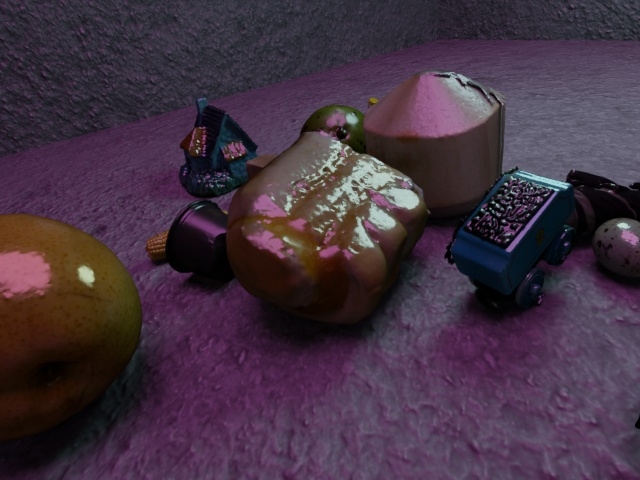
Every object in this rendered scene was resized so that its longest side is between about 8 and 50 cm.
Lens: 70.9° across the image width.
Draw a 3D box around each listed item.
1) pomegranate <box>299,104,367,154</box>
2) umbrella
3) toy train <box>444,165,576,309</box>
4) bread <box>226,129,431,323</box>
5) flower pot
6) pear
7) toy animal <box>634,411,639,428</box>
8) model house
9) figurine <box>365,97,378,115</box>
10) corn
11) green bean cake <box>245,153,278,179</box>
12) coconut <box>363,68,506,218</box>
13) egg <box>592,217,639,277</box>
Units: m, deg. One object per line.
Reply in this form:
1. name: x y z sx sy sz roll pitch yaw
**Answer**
1. pomegranate: 0.046 -0.253 1.226 0.211 0.211 0.263 -11 -5 0
2. umbrella: 0.535 -0.061 0.804 0.358 0.113 0.106 -5 44 -2
3. toy train: 0.294 -0.002 0.679 0.112 0.163 0.203 28 72 44
4. bread: 0.000 0.000 0.765 0.300 0.210 0.341 24 46 13
5. flower pot: -0.209 0.010 0.883 0.107 0.157 0.157 24 42 24
6. pear: -0.408 0.113 0.621 0.314 0.314 0.314 -8 29 4
7. toy animal: 0.434 0.138 0.417 0.235 0.165 0.187 -16 17 -9
8. model house: -0.326 -0.292 1.349 0.226 0.241 0.261 -22 32 -24
9. figurine: 0.193 -0.427 1.585 0.130 0.109 0.178 -34 27 13
10. corn: -0.295 -0.015 1.022 0.206 0.067 0.067 -25 33 -24
11. green bean cake: -0.108 -0.155 1.166 0.085 0.109 0.179 -32 35 -33
12. coconut: 0.246 -0.216 0.972 0.323 0.323 0.323 -8 29 4
13. egg: 0.481 0.012 0.706 0.085 0.085 0.110 -12 33 -2
